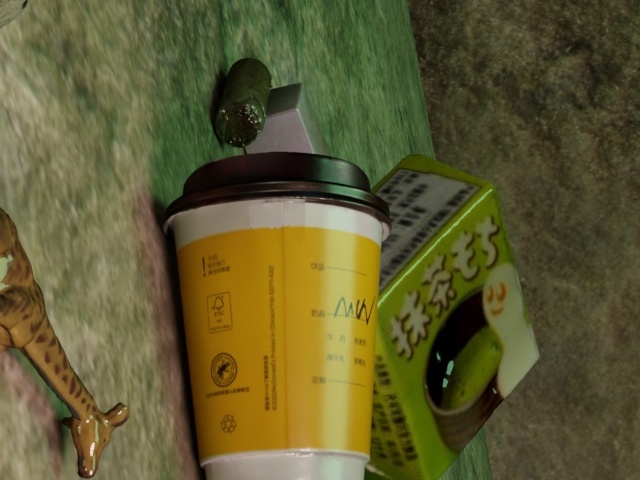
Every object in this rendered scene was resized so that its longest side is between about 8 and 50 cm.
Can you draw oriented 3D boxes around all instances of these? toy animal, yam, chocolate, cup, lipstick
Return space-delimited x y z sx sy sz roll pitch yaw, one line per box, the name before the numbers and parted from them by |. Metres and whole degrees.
toy animal | -0.182 0.053 0.844 0.275 0.054 0.149 45 36 -70
yam | -0.080 -0.149 1.560 0.132 0.054 0.054 -84 157 -60
chocolate | 0.107 0.098 1.660 0.301 0.137 0.289 -44 127 -39
cup | -0.032 0.075 1.233 0.196 0.196 0.280 43 42 -69
lipstick | 0.000 0.000 1.706 0.076 0.079 0.371 -81 154 -58

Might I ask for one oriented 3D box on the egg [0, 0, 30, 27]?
egg | -0.209 -0.167 0.878 0.110 0.085 0.085 -89 162 -65
